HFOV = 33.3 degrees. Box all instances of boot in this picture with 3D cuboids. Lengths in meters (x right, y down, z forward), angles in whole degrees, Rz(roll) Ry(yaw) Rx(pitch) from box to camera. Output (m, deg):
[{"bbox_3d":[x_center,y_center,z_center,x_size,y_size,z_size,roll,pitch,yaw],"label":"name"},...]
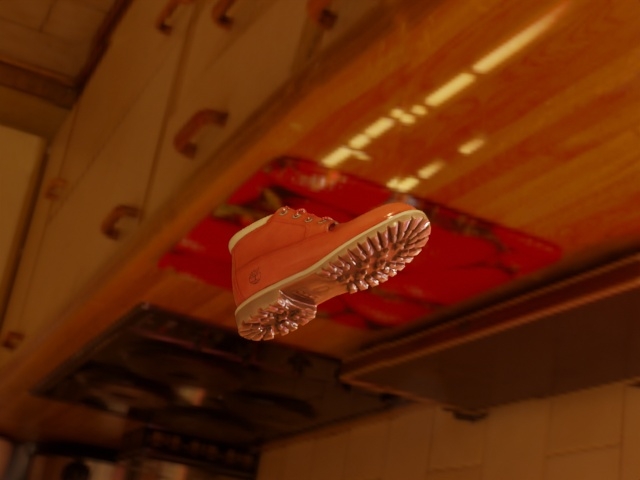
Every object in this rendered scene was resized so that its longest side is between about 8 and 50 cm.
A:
[{"bbox_3d":[0.000,0.000,0.752,0.158,0.085,0.059,-27,146,20],"label":"boot"}]
